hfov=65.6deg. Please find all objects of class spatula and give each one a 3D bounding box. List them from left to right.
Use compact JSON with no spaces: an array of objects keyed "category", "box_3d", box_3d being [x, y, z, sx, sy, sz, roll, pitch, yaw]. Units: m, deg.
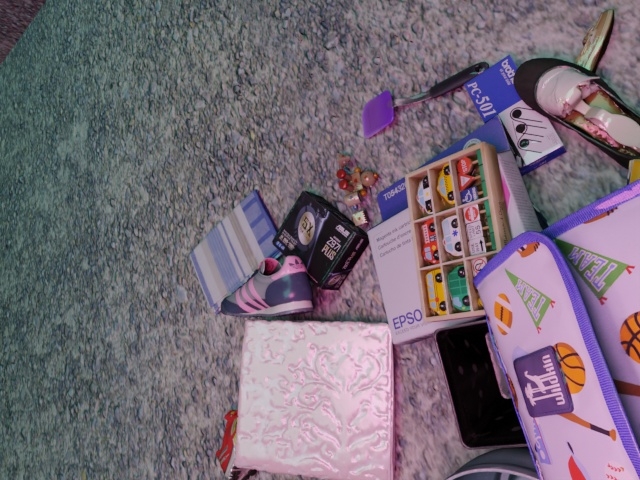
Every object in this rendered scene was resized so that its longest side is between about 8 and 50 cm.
[{"category":"spatula","box_3d":[0.207,-0.302,1.039,0.296,0.030,0.084,-16,72,32]}]

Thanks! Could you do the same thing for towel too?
[{"category":"towel","box_3d":[-0.220,0.032,1.287,0.285,0.034,0.209,-42,60,21]},{"category":"towel","box_3d":[-0.012,0.323,1.028,0.331,0.053,0.317,0,81,15]}]

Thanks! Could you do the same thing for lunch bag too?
[{"category":"lunch bag","box_3d":[0.363,0.113,0.506,0.385,0.238,0.328,-34,58,42]}]

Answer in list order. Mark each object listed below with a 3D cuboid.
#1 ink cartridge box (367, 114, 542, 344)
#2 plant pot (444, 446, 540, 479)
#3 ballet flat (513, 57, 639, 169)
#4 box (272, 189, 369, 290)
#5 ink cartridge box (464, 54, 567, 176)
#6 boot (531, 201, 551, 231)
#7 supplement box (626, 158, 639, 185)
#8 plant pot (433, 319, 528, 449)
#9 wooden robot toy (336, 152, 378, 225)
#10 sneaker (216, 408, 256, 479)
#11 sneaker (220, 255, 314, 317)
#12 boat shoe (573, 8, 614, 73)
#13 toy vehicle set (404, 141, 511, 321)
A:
[{"category":"ink cartridge box","box_3d":[0.223,-0.009,0.902,0.324,0.071,0.330,-33,62,45]},{"category":"plant pot","box_3d":[0.323,0.431,0.732,0.292,0.196,0.293,7,102,35]},{"category":"ballet flat","box_3d":[0.433,-0.215,0.796,0.280,0.096,0.095,41,110,19]},{"category":"box","box_3d":[0.000,0.000,1.110,0.180,0.077,0.147,42,107,32]},{"category":"ink cartridge box","box_3d":[0.355,-0.228,0.916,0.097,0.046,0.207,-31,67,27]},{"category":"boot","box_3d":[0.371,0.009,0.845,0.069,0.086,0.190,-36,64,25]},{"category":"supplement box","box_3d":[0.584,0.022,0.630,0.356,0.195,0.194,11,89,35]},{"category":"plant pot","box_3d":[0.318,0.207,0.798,0.188,0.167,0.188,-19,80,32]},{"category":"wooden robot toy","box_3d":[0.087,-0.123,1.077,0.078,0.076,0.174,-19,73,20]},{"category":"sneaker","box_3d":[-0.175,0.422,1.159,0.118,0.107,0.279,31,99,43]},{"category":"sneaker","box_3d":[-0.128,0.109,1.138,0.318,0.112,0.131,-11,82,47]},{"category":"boat shoe","box_3d":[0.457,-0.321,0.855,0.048,0.056,0.153,25,105,30]},{"category":"toy vehicle set","box_3d":[0.226,-0.007,0.814,0.166,0.035,0.267,-21,68,48]}]
